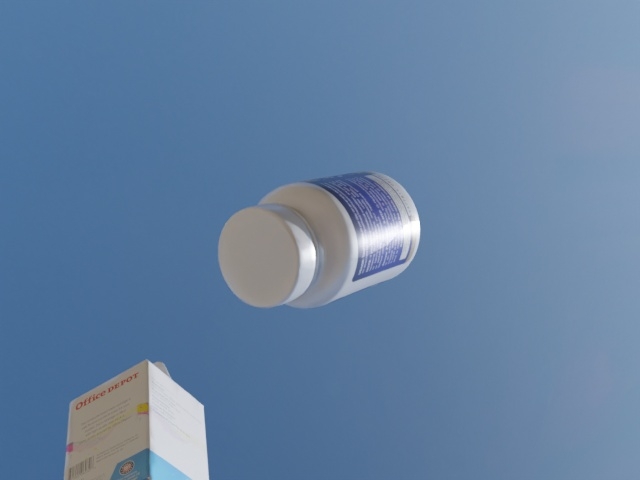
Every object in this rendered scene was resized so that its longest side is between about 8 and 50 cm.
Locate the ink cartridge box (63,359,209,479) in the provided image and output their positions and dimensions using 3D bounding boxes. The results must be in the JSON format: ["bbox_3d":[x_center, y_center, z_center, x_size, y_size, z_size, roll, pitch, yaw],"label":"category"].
[{"bbox_3d":[-0.160,0.185,0.749,0.092,0.090,0.143,-28,-140,14],"label":"ink cartridge box"}]

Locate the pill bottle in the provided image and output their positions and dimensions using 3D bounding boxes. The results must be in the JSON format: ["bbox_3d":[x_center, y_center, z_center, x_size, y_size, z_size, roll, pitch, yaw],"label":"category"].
[{"bbox_3d":[0.000,0.000,0.762,0.112,0.187,0.112,6,-78,32],"label":"pill bottle"}]
